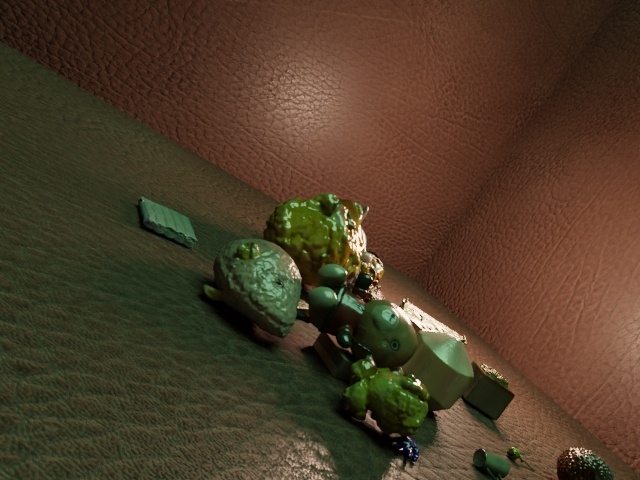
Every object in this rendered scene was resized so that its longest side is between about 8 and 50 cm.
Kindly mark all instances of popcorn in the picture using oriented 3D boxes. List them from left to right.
[{"bbox_3d":[-0.019,0.007,1.814,0.354,0.390,0.344,113,-34,-72],"label":"popcorn"},{"bbox_3d":[0.149,0.350,1.086,0.195,0.173,0.168,20,6,12],"label":"popcorn"}]

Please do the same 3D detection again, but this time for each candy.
[{"bbox_3d":[0.631,0.689,1.496,0.123,0.035,0.035,41,17,-14],"label":"candy"}]

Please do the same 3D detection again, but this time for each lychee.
[{"bbox_3d":[0.838,0.744,1.507,0.165,0.165,0.197,35,-12,2],"label":"lychee"}]

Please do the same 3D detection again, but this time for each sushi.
[{"bbox_3d":[0.216,0.157,2.376,0.200,0.213,0.204,9,1,-15],"label":"sushi"}]

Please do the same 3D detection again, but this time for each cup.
[{"bbox_3d":[0.447,0.595,1.257,0.083,0.075,0.054,28,-27,-19],"label":"cup"}]

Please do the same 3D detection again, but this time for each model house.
[{"bbox_3d":[0.401,0.395,1.854,0.326,0.169,0.244,33,15,4],"label":"model house"}]

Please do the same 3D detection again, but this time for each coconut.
[{"bbox_3d":[0.344,0.381,1.432,0.241,0.241,0.241,34,8,-6],"label":"coconut"}]

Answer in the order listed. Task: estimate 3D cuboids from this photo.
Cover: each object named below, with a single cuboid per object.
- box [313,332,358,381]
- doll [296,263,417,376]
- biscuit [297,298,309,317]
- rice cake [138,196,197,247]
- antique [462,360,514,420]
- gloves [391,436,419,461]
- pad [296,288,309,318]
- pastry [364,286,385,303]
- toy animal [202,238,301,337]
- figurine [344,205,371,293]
[{"bbox_3d":[0.090,0.329,1.303,0.201,0.058,0.141,28,11,-36],"label":"box"},{"bbox_3d":[0.099,0.216,1.250,0.330,0.174,0.235,32,39,-3],"label":"doll"},{"bbox_3d":[-0.094,0.193,1.402,0.064,0.034,0.199,39,10,32],"label":"biscuit"},{"bbox_3d":[-0.456,-0.056,1.424,0.189,0.037,0.198,28,10,-38],"label":"rice cake"},{"bbox_3d":[0.617,0.553,1.788,0.146,0.148,0.152,36,6,-2],"label":"antique"},{"bbox_3d":[0.191,0.461,1.058,0.086,0.026,0.064,25,14,-49],"label":"gloves"},{"bbox_3d":[-0.102,0.188,1.540,0.367,0.007,0.247,26,12,-48],"label":"pad"},{"bbox_3d":[0.223,0.257,2.107,0.115,0.097,0.208,57,15,22],"label":"pastry"},{"bbox_3d":[-0.163,0.091,1.226,0.226,0.188,0.358,36,7,-21],"label":"toy animal"},{"bbox_3d":[0.096,0.006,2.070,0.266,0.378,0.361,26,11,-46],"label":"figurine"}]
